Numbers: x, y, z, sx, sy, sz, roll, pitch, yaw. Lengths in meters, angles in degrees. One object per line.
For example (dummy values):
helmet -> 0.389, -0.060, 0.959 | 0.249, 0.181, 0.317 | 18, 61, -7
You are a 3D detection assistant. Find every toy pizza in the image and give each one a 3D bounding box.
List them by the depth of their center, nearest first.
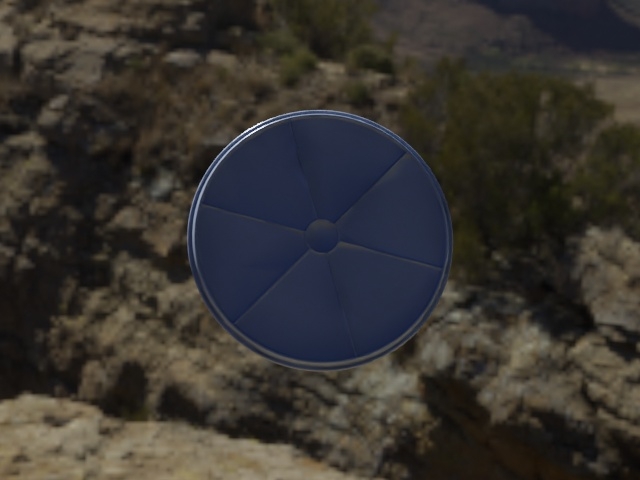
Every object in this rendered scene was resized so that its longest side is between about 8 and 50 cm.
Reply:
toy pizza -> 0.000, 0.000, 0.992 | 0.201, 0.201, 0.032 | 2, -12, -5
